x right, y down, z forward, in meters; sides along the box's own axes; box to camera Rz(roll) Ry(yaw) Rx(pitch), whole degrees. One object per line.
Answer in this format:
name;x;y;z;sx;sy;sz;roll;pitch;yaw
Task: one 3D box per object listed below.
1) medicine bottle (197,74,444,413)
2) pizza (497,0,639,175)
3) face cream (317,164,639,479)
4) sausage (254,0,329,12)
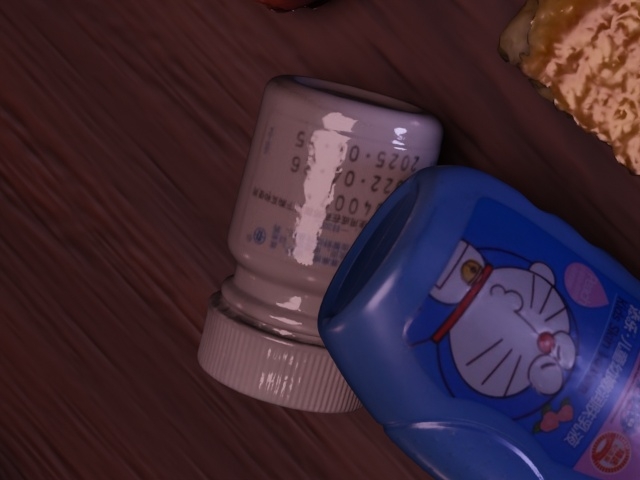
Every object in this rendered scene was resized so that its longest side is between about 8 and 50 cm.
medicine bottle;0.000;0.000;0.838;0.105;0.105;0.168;19;102;16
pizza;0.260;-0.118;0.744;0.258;0.087;0.268;41;106;12
face cream;0.127;0.080;0.775;0.264;0.083;0.149;35;74;-13
sausage;0.011;-0.180;0.829;0.141;0.076;0.076;-36;84;21
